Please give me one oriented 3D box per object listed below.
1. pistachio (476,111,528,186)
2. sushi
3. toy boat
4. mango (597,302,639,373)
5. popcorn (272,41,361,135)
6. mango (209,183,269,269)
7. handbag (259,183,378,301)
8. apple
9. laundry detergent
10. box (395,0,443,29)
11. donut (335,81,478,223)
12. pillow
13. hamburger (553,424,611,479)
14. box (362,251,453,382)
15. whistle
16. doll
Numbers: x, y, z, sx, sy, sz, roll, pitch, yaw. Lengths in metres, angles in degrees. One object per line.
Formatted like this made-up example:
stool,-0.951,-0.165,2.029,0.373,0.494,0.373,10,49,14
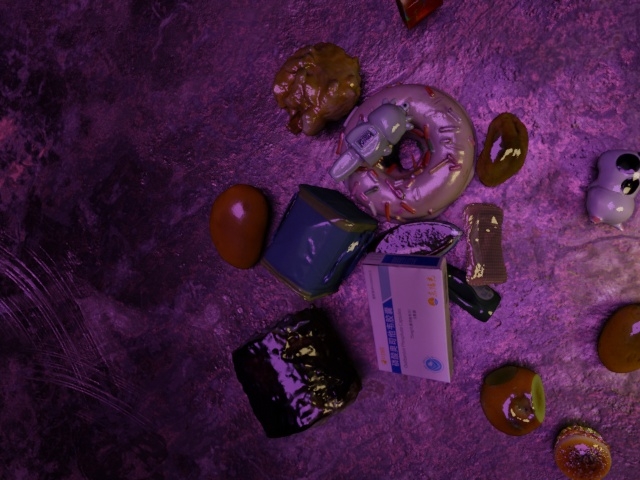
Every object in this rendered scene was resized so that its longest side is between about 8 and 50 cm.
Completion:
pistachio,0.458,-0.224,1.134,0.110,0.100,0.190,18,97,9
sushi,-0.068,0.353,1.227,0.281,0.299,0.295,-28,83,17
toy boat,0.242,0.009,1.196,0.261,0.115,0.115,-13,82,9
mango,0.740,0.232,1.066,0.137,0.098,0.195,28,105,11
popcorn,-0.005,-0.399,1.231,0.232,0.192,0.266,20,81,13
mango,-0.248,-0.044,1.352,0.175,0.139,0.255,20,105,20
handbag,0.000,0.000,1.204,0.222,0.263,0.241,38,107,20
apple,0.484,0.402,1.129,0.163,0.147,0.147,-28,85,15
laundry detergent,0.353,0.118,1.166,0.210,0.137,0.063,36,124,16
box,0.248,-0.617,1.144,0.112,0.175,0.048,-34,81,17
donut,0.216,-0.232,1.192,0.381,0.142,0.384,1,92,19
pillow,0.416,0.009,1.154,0.135,0.034,0.212,-1,86,-20
hamburger,0.642,0.524,1.117,0.126,0.081,0.141,19,99,16
box,0.228,0.198,1.162,0.200,0.065,0.344,3,118,27
whistle,0.121,-0.238,1.095,0.253,0.105,0.102,-45,48,9
doll,0.690,-0.123,1.062,0.110,0.107,0.181,16,104,-5
